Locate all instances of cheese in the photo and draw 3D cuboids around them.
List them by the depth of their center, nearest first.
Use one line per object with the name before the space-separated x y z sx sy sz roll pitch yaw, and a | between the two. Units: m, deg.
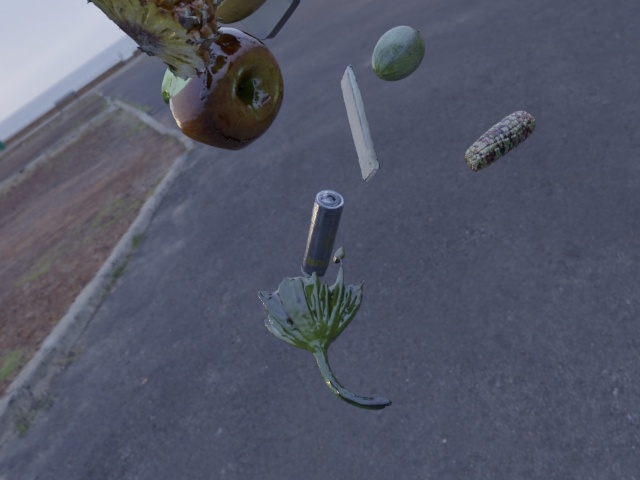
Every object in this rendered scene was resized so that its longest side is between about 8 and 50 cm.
cheese | 0.120 -0.374 2.021 0.085 0.034 0.400 132 134 -56

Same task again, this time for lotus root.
lotus root | -0.200 -0.701 1.743 0.303 0.131 0.146 -35 55 34

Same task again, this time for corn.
corn | 0.489 -0.272 1.751 0.253 0.086 0.086 -37 24 -20

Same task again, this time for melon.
melon | 0.230 -0.545 1.848 0.192 0.139 0.139 -49 27 -15

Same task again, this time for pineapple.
pineapple | -0.304 -0.558 1.370 0.209 0.344 0.286 0 68 31

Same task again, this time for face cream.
face cream | 0.000 0.000 1.621 0.073 0.283 0.073 7 43 -7

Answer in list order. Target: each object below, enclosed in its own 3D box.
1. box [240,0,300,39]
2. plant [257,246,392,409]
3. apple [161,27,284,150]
box | -0.177 -0.812 2.220 0.201 0.144 0.090 -48 -4 24
plant | -0.009 0.206 1.353 0.251 0.180 0.333 -22 43 13
apple | -0.310 -0.455 1.937 0.384 0.374 0.374 -47 27 -27
